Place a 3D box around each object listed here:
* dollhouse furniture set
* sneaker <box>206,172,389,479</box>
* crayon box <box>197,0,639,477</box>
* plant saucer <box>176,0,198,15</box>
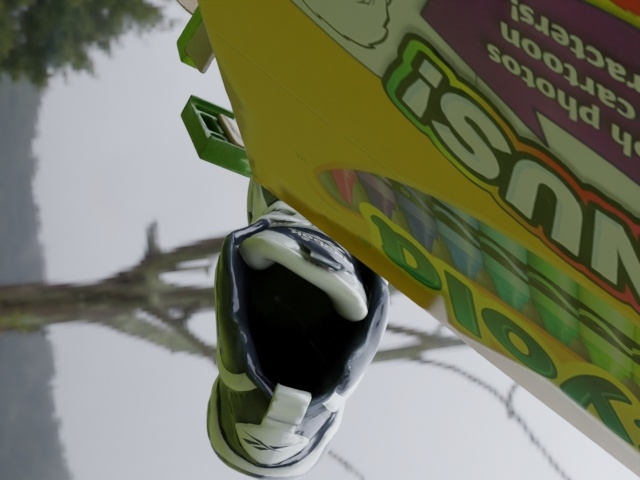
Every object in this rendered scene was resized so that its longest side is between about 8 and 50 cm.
[{"bbox_3d":[-0.029,-0.117,0.847,0.151,0.076,0.058,-57,-146,17],"label":"dollhouse furniture set"},{"bbox_3d":[0.000,0.000,0.756,0.153,0.094,0.235,119,-9,-70],"label":"sneaker"},{"bbox_3d":[0.107,-0.038,0.394,0.363,0.106,0.313,38,-20,28],"label":"crayon box"},{"bbox_3d":[-0.064,-0.163,0.935,0.015,0.083,0.083,-50,-131,50],"label":"plant saucer"}]
